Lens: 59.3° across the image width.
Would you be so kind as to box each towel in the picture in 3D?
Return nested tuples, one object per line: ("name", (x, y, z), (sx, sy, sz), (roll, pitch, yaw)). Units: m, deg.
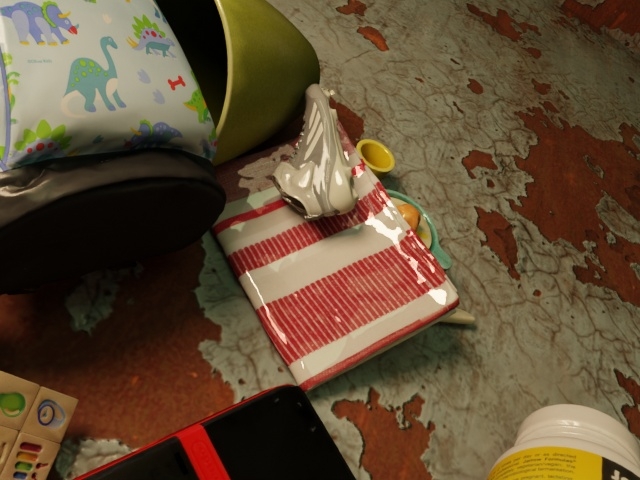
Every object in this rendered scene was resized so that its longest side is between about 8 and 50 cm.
("towel", (0.000, 0.000, 0.735), (0.237, 0.037, 0.329), (-25, 66, -16))

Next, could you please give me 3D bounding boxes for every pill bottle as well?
("pill bottle", (0.244, 0.321, 0.551), (0.188, 0.188, 0.334), (40, 35, 5))

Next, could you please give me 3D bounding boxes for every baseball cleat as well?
("baseball cleat", (-0.018, -0.121, 0.737), (0.109, 0.072, 0.206), (-14, 59, 0))

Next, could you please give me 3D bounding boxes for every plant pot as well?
("plant pot", (-0.133, -0.231, 0.776), (0.275, 0.275, 0.293), (49, 31, 13))

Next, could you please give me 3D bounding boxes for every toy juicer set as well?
("toy juicer set", (0.084, -0.011, 0.811), (0.209, 0.089, 0.329), (-11, 62, -35))

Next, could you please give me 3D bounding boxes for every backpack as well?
("backpack", (-0.265, -0.164, 0.542), (0.290, 0.273, 0.355), (-13, 62, -53))

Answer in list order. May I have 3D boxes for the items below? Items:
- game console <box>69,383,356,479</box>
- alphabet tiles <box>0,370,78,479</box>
("game console", (-0.045, 0.334, 0.465), (0.342, 0.060, 0.386), (-9, 59, -51))
("alphabet tiles", (-0.307, 0.199, 0.400), (0.198, 0.009, 0.237), (41, 54, -40))
